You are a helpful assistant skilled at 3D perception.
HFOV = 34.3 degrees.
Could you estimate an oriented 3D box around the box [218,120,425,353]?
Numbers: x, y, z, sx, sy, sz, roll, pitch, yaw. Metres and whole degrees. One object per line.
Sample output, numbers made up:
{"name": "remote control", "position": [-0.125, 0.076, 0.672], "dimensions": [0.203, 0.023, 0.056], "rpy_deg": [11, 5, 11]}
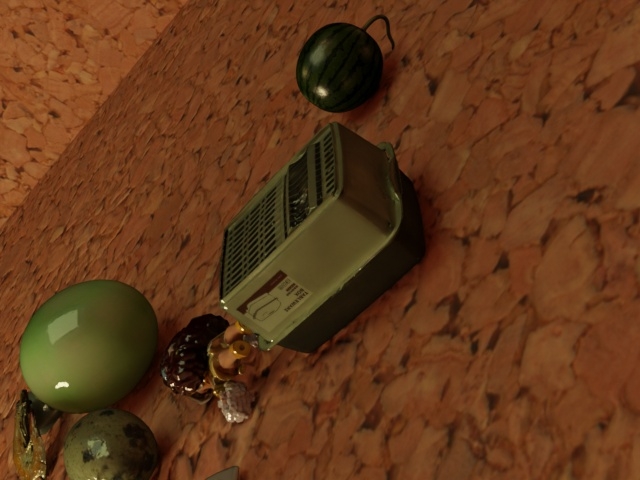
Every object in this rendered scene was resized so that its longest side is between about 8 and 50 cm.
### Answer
{"name": "box", "position": [0.000, 0.000, 1.398], "dimensions": [0.290, 0.166, 0.220], "rpy_deg": [-42, 29, 27]}

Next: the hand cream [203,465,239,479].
{"name": "hand cream", "position": [-0.137, 0.395, 1.321], "dimensions": [0.079, 0.048, 0.255], "rpy_deg": [-30, 32, 18]}

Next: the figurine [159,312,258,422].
{"name": "figurine", "position": [-0.153, 0.173, 1.527], "dimensions": [0.240, 0.116, 0.175], "rpy_deg": [-21, 43, 50]}

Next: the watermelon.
{"name": "watermelon", "position": [0.042, -0.300, 1.703], "dimensions": [0.187, 0.140, 0.140], "rpy_deg": [-57, 26, -4]}

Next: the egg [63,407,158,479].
{"name": "egg", "position": [-0.323, 0.333, 1.610], "dimensions": [0.181, 0.141, 0.141], "rpy_deg": [-1, 60, 59]}

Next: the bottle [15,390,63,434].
{"name": "bottle", "position": [-0.499, 0.264, 2.063], "dimensions": [0.286, 0.082, 0.082], "rpy_deg": [-50, 26, 13]}

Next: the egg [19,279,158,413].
{"name": "egg", "position": [-0.409, 0.186, 1.834], "dimensions": [0.269, 0.220, 0.220], "rpy_deg": [-43, 29, 27]}

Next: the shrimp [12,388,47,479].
{"name": "shrimp", "position": [-0.563, 0.383, 2.012], "dimensions": [0.101, 0.042, 0.190], "rpy_deg": [-16, 79, 38]}
